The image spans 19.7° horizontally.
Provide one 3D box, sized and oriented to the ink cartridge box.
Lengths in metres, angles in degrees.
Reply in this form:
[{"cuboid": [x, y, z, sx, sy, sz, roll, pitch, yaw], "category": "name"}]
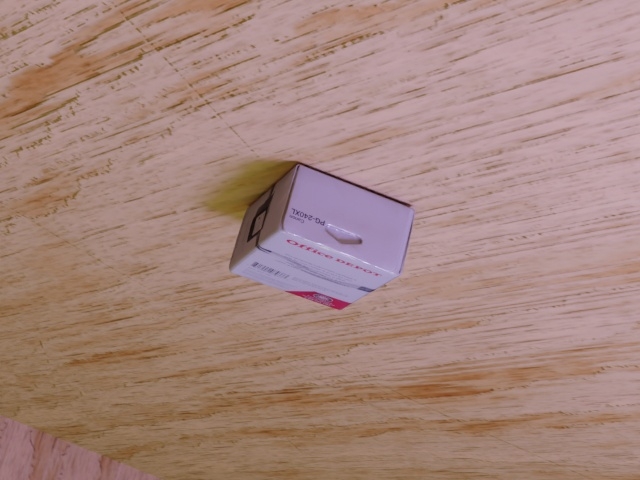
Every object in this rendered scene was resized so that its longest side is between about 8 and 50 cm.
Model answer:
[{"cuboid": [0.000, 0.000, 1.536, 0.109, 0.063, 0.150, 21, 160, -14], "category": "ink cartridge box"}]
